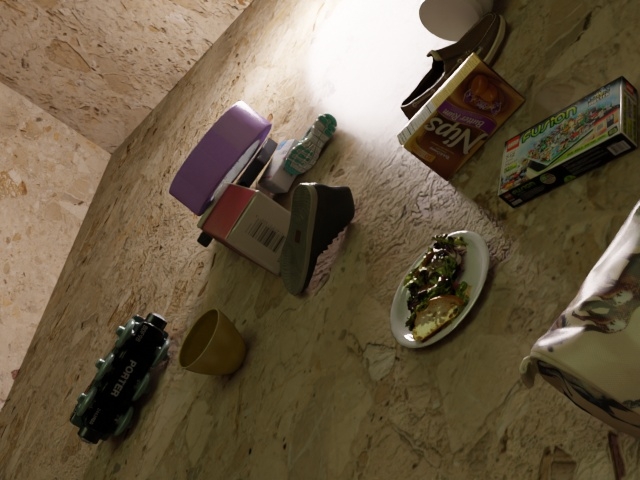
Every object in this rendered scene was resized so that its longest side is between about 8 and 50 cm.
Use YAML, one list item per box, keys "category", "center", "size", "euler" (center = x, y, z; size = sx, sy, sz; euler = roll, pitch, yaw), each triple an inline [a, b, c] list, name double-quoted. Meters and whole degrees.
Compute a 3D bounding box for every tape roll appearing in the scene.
- category: "tape roll"
  center: [-0.231, -0.189, 1.963]
  size: [0.275, 0.090, 0.275]
  euler: [-51, 1, 1]

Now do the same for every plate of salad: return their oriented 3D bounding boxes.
- category: "plate of salad"
  center: [0.166, 0.065, 1.247]
  size: [0.200, 0.048, 0.200]
  euler: [-43, 27, 28]

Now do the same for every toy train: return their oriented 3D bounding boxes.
- category: "toy train"
  center: [-0.476, 0.323, 2.011]
  size: [0.334, 0.142, 0.190]
  euler: [-63, 15, -16]

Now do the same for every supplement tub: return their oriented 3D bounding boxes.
- category: "supplement tub"
  center: [0.278, -0.502, 1.645]
  size: [0.144, 0.144, 0.199]
  euler: [-18, 44, 54]

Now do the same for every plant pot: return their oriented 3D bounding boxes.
- category: "plant pot"
  center: [-0.204, 0.214, 1.682]
  size: [0.134, 0.095, 0.134]
  euler: [-42, 28, 28]

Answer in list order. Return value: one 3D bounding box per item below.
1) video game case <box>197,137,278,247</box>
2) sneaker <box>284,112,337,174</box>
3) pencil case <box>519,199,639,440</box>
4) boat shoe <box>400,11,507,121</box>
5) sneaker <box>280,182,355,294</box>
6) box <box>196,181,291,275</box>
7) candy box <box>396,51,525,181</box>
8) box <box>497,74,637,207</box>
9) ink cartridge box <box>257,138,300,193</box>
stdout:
- category: "video game case"
  center: [-0.198, -0.123, 2.071]
  size: [0.248, 0.035, 0.275]
  euler: [-52, 8, 15]
- category: "sneaker"
  center: [-0.021, -0.222, 1.964]
  size: [0.166, 0.065, 0.076]
  euler: [-49, 8, 7]
- category: "pencil case"
  center: [0.363, 0.003, 0.819]
  size: [0.183, 0.160, 0.410]
  euler: [32, 87, 49]
- category: "boat shoe"
  center: [0.239, -0.319, 1.541]
  size: [0.257, 0.095, 0.095]
  euler: [-56, 24, -2]
- category: "sneaker"
  center: [0.000, 0.000, 1.620]
  size: [0.083, 0.118, 0.222]
  euler: [33, 117, 48]
- category: "box"
  center: [-0.150, -0.030, 1.827]
  size: [0.126, 0.149, 0.232]
  euler: [-58, 23, -6]
- category: "candy box"
  center: [0.229, -0.201, 1.394]
  size: [0.186, 0.109, 0.053]
  euler: [-47, 25, 19]
- category: "box"
  center: [0.343, -0.134, 1.186]
  size: [0.207, 0.036, 0.114]
  euler: [-30, 34, 44]
- category: "ink cartridge box"
  center: [-0.088, -0.175, 2.016]
  size: [0.122, 0.052, 0.088]
  euler: [-60, 23, -13]
